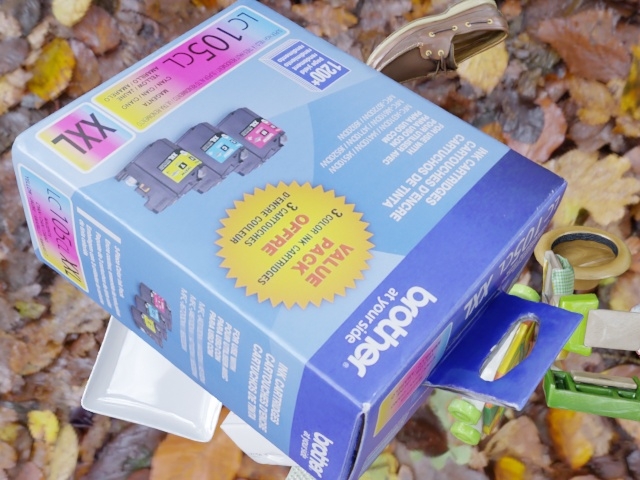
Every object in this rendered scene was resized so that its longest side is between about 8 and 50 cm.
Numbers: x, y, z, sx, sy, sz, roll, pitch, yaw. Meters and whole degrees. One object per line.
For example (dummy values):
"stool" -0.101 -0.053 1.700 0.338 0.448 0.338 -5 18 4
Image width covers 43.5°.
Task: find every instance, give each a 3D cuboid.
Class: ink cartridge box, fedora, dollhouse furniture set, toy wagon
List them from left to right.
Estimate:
"ink cartridge box" -0.026 0.220 1.194 0.092 0.159 0.217 47 55 -20
"ink cartridge box" 0.000 0.000 0.639 0.396 0.151 0.270 35 56 18
"toy wagon" 0.328 0.248 1.488 0.068 0.344 0.267 23 66 23
"fedora" 0.536 0.046 1.650 0.195 0.079 0.194 -2 37 2
"dollhouse furniture set" 0.467 0.150 1.389 0.151 0.301 0.197 5 104 9

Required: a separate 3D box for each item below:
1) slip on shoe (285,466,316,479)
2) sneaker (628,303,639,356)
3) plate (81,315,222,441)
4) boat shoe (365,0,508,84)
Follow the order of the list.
"slip on shoe" -0.010 0.455 1.478 0.123 0.101 0.331 -4 44 18
"sneaker" 0.713 0.227 1.657 0.093 0.088 0.225 -40 52 30
"plate" -0.320 0.250 1.670 0.277 0.045 0.277 20 77 -15
"boat shoe" 0.137 -0.226 0.942 0.178 0.064 0.060 -27 57 0
